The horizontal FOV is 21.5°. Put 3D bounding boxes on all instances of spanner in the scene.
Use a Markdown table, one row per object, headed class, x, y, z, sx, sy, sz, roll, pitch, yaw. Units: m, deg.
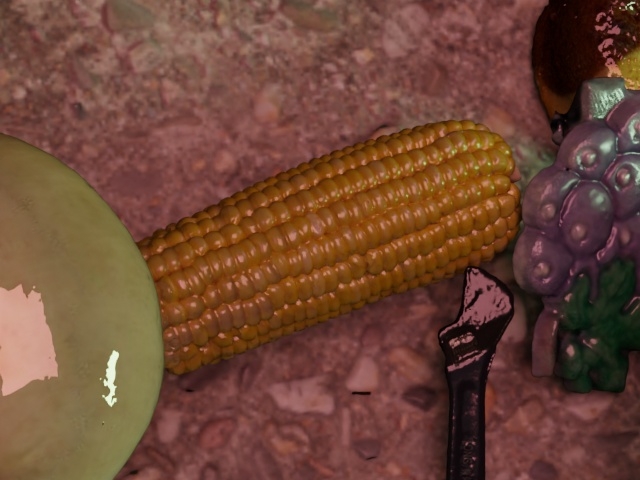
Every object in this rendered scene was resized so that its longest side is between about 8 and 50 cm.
| class | x | y | z | sx | sy | sz | roll | pitch | yaw |
| --- | --- | --- | --- | --- | --- | --- | --- | --- | --- |
| spanner | 0.087 | 0.119 | 0.977 | 0.046 | 0.012 | 0.208 | 1 | 91 | -11 |

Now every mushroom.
| class | x | y | z | sx | sy | sz | roll | pitch | yaw |
| --- | --- | --- | --- | --- | --- | --- | --- | --- | --- |
| mushroom | -0.185 | 0.060 | 0.878 | 0.246 | 0.202 | 0.246 | -5 | 81 | 32 |

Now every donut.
| class | x | y | z | sx | sy | sz | roll | pitch | yaw |
| --- | --- | --- | --- | --- | --- | --- | --- | --- | --- |
| donut | 0.229 | -0.124 | 1.063 | 0.184 | 0.073 | 0.166 | -11 | 77 | -15 |

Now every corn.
| class | x | y | z | sx | sy | sz | roll | pitch | yaw |
| --- | --- | --- | --- | --- | --- | --- | --- | --- | --- |
| corn | 0.000 | 0.000 | 0.974 | 0.244 | 0.093 | 0.093 | -19 | 81 | -15 |

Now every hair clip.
| class | x | y | z | sx | sy | sz | roll | pitch | yaw |
| --- | --- | --- | --- | --- | --- | --- | --- | --- | --- |
| hair clip | 0.160 | 0.000 | 1.004 | 0.124 | 0.052 | 0.195 | -9 | 103 | -26 |
